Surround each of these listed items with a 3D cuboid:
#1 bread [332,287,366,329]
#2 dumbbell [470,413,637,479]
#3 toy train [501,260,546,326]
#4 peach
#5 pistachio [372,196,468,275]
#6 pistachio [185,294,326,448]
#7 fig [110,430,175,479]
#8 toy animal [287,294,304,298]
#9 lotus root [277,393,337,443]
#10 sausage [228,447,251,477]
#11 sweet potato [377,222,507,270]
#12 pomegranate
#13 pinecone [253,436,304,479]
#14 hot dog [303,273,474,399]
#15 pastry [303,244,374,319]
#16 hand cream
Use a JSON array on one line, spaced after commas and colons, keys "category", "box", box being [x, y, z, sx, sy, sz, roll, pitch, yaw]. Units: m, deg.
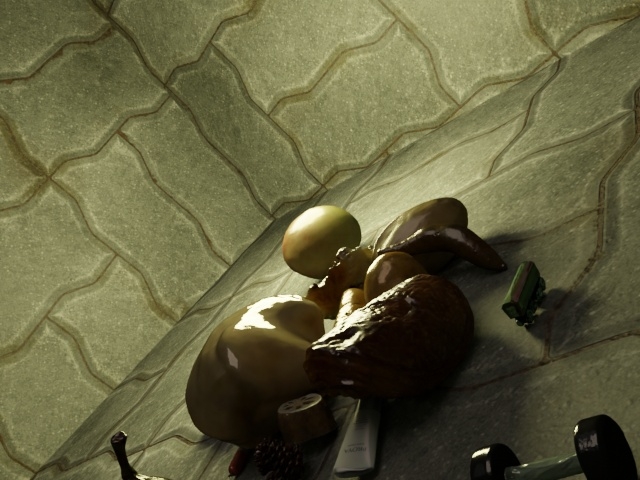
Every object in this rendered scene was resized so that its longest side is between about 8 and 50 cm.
[{"category": "bread", "box": [0.093, 0.219, 1.675, 0.091, 0.142, 0.305, -16, 18, 15]}, {"category": "dumbbell", "box": [0.299, 0.298, 0.897, 0.191, 0.100, 0.100, -31, 15, 35]}, {"category": "toy train", "box": [0.402, 0.104, 1.350, 0.038, 0.071, 0.148, -27, 17, 44]}, {"category": "peach", "box": [0.000, 0.000, 2.447, 0.292, 0.247, 0.292, -14, 19, 5]}, {"category": "pistachio", "box": [0.270, 0.003, 1.844, 0.293, 0.181, 0.162, -39, -12, 6]}, {"category": "pistachio", "box": [-0.141, 0.309, 1.689, 0.366, 0.281, 0.445, 1, 38, 23]}, {"category": "fig", "box": [-0.334, 0.525, 1.378, 0.217, 0.320, 0.217, -26, -2, -1]}, {"category": "toy animal", "box": [-0.121, 0.258, 2.250, 0.225, 0.093, 0.121, -32, 21, -10]}, {"category": "lotus root", "box": [-0.031, 0.388, 1.491, 0.122, 0.081, 0.112, -18, 5, -4]}, {"category": "sausage", "box": [-0.170, 0.489, 1.705, 0.034, 0.034, 0.253, -30, 16, 34]}, {"category": "sweet potato", "box": [0.298, 0.009, 1.690, 0.346, 0.079, 0.108, 3, 54, 36]}, {"category": "pomegranate", "box": [0.194, 0.128, 1.656, 0.196, 0.196, 0.196, -37, 13, 10]}, {"category": "pinecone", "box": [-0.083, 0.450, 1.413, 0.102, 0.109, 0.102, -38, 14, 11]}, {"category": "hot dog", "box": [0.145, 0.208, 1.406, 0.388, 0.174, 0.267, -28, 17, -39]}, {"category": "pastry", "box": [0.082, 0.135, 1.967, 0.256, 0.170, 0.237, -45, -10, 17]}, {"category": "hand cream", "box": [0.086, 0.371, 1.354, 0.079, 0.048, 0.255, -19, 17, 21]}]
